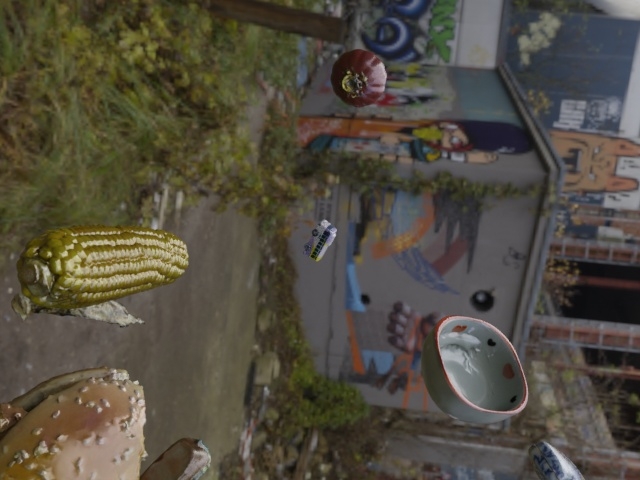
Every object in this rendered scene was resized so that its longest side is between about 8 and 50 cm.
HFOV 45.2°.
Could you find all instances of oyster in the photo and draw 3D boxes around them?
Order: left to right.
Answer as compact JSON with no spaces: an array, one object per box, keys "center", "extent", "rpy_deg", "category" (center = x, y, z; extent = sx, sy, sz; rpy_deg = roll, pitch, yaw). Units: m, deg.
[{"center":[-0.534,0.149,1.747],"extent":[0.294,0.166,0.094],"rpy_deg":[16,73,-52],"category":"oyster"}]

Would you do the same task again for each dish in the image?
[{"center":[0.320,0.295,1.684],"extent":[0.117,0.256,0.256],"rpy_deg":[-50,-160,41],"category":"dish"}]

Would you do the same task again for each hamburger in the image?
[{"center":[-0.453,0.403,1.181],"extent":[0.268,0.287,0.445],"rpy_deg":[3,-105,61],"category":"hamburger"}]

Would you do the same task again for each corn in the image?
[{"center":[-0.317,0.033,1.159],"extent":[0.363,0.120,0.120],"rpy_deg":[-10,106,-72],"category":"corn"}]

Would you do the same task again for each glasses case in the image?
[{"center":[0.424,0.419,1.344],"extent":[0.248,0.065,0.087],"rpy_deg":[46,7,-48],"category":"glasses case"}]

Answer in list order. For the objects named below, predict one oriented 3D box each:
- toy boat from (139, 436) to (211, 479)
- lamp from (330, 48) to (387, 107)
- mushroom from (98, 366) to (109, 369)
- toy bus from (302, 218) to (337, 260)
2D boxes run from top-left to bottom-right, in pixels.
[{"center":[-0.361,0.549,1.674],"extent":[0.293,0.108,0.099],"rpy_deg":[-47,151,-16],"category":"toy boat"},{"center":[0.067,-0.282,1.337],"extent":[0.090,0.101,0.101],"rpy_deg":[-48,146,-56],"category":"lamp"},{"center":[-0.466,0.300,1.543],"extent":[0.129,0.088,0.073],"rpy_deg":[-53,173,36],"category":"mushroom"},{"center":[0.000,0.000,2.053],"extent":[0.102,0.058,0.052],"rpy_deg":[-60,170,21],"category":"toy bus"}]
